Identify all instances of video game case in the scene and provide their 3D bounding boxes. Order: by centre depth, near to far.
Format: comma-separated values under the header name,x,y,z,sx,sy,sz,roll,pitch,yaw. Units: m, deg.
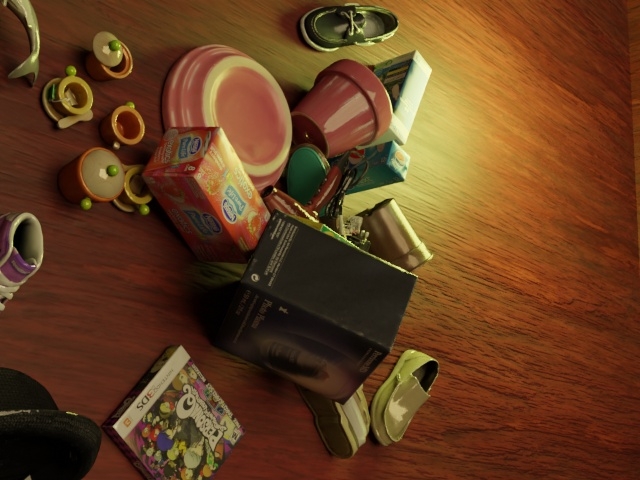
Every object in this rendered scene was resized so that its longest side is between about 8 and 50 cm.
name,x,y,z,sx,sy,sz,roll,pitch,yaw
video game case,-0.261,0.346,1.693,0.232,0.041,0.210,58,47,-21

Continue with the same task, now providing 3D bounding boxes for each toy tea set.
name,x,y,z,sx,sy,sz,roll,pitch,yaw
toy tea set,-0.374,-0.208,1.637,0.200,0.124,0.336,-11,89,-48

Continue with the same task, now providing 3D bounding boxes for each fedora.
name,x,y,z,sx,sy,sz,roll,pitch,yaw
fedora,-0.495,0.285,1.338,0.334,0.334,0.153,16,36,-45

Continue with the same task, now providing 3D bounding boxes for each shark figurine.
name,x,y,z,sx,sy,sz,roll,pitch,yaw
shark figurine,-0.535,-0.402,1.533,0.166,0.116,0.278,-46,111,-6

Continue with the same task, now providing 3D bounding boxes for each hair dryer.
name,x,y,z,sx,sy,sz,roll,pitch,yaw
hair dryer,-0.014,-0.075,1.921,0.293,0.080,0.224,-2,89,-46

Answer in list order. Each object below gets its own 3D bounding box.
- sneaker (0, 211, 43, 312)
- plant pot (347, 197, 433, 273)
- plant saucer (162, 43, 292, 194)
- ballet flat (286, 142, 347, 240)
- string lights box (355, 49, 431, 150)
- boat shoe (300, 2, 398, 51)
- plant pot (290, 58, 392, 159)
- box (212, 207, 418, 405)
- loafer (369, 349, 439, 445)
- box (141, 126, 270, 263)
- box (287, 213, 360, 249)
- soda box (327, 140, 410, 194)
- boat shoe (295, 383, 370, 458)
name,x,y,z,sx,sy,sz,roll,pitch,yaw
sneaker,-0.508,0.079,1.397,0.102,0.161,0.282,32,60,-41
plant pot,0.152,0.000,2.156,0.167,0.167,0.165,-36,100,-46
plant saucer,-0.172,-0.248,1.902,0.332,0.084,0.332,15,70,-46
ballet flat,0.009,-0.049,2.049,0.124,0.116,0.343,-28,103,-68
string lights box,0.170,-0.336,2.263,0.077,0.133,0.260,45,51,-32
boat shoe,0.074,-0.523,2.231,0.302,0.091,0.114,-23,98,-48
plant pot,0.031,-0.276,2.063,0.180,0.201,0.201,-40,111,-30
box,-0.017,0.136,1.740,0.294,0.296,0.183,24,57,-3
loafer,0.200,0.360,2.161,0.102,0.092,0.269,51,48,-27
box,-0.209,-0.082,1.739,0.128,0.122,0.257,-67,147,-33
box,0.000,0.000,1.798,0.179,0.105,0.043,31,81,-47
soda box,0.095,-0.158,2.079,0.071,0.210,0.067,39,54,-36
boat shoe,0.026,0.313,1.977,0.103,0.113,0.302,-39,120,-47
